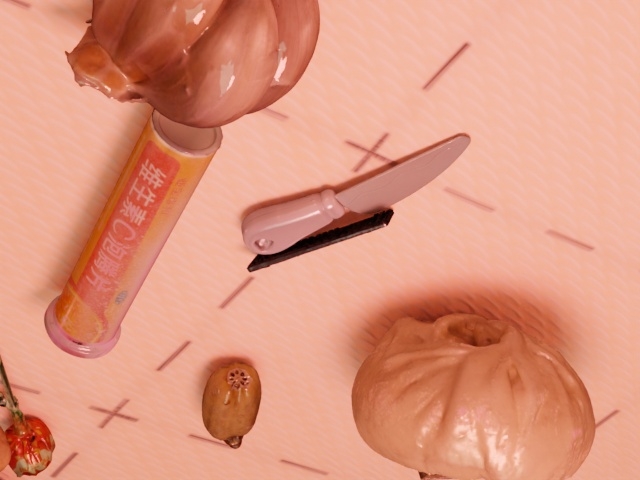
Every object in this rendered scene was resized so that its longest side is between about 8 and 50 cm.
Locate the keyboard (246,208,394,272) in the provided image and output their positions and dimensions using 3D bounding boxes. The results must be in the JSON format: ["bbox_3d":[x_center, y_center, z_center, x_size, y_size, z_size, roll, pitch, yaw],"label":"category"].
[{"bbox_3d":[0.000,0.000,1.948,0.204,0.061,0.013,-19,102,18],"label":"keyboard"}]

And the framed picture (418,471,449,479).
[{"bbox_3d":[0.241,0.310,2.227,0.217,0.274,0.017,-3,101,-4],"label":"framed picture"}]

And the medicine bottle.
[{"bbox_3d":[-0.247,-0.011,1.878,0.108,0.108,0.426,13,136,-20],"label":"medicine bottle"}]

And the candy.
[{"bbox_3d":[-0.466,0.253,2.211,0.078,0.084,0.287,-2,134,4],"label":"candy"}]

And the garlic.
[{"bbox_3d":[-0.125,-0.241,1.599,0.292,0.210,0.237,-26,102,31],"label":"garlic"}]

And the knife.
[{"bbox_3d":[0.051,-0.056,1.901,0.331,0.044,0.080,-21,140,14],"label":"knife"}]

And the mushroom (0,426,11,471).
[{"bbox_3d":[-0.638,0.325,2.233,0.351,0.095,0.122,-8,118,19],"label":"mushroom"}]

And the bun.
[{"bbox_3d":[0.217,0.214,2.078,0.365,0.365,0.219,6,96,-12],"label":"bun"}]

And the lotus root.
[{"bbox_3d":[-0.137,0.252,2.223,0.090,0.077,0.183,-7,142,-12],"label":"lotus root"}]
